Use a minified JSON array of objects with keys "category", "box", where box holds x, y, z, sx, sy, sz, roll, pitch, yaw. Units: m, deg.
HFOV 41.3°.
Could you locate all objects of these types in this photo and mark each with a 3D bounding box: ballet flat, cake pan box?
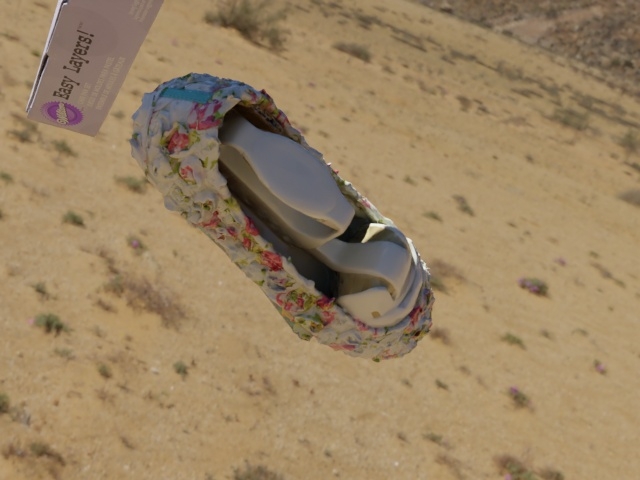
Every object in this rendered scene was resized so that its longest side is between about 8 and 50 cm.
[{"category":"ballet flat","box":[0.000,0.000,0.461,0.241,0.091,0.077,38,-23,-33]},{"category":"cake pan box","box":[-0.154,-0.244,0.666,0.070,0.267,0.246,19,58,-20]}]
